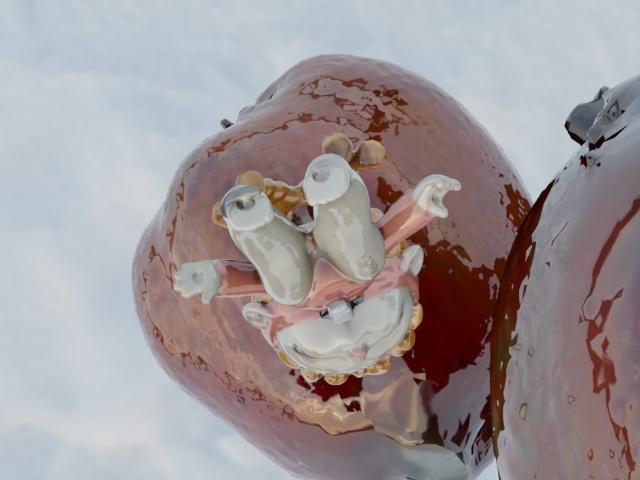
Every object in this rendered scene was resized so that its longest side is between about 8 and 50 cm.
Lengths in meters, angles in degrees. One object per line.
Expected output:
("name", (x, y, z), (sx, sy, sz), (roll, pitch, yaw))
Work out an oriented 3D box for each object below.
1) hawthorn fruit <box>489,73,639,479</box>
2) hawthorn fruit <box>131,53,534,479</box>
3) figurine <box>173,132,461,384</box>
("hawthorn fruit", (0.202, 0.052, 0.637), (0.316, 0.316, 0.316), (-7, 76, 29))
("hawthorn fruit", (0.025, 0.023, 0.869), (0.202, 0.185, 0.185), (42, 101, 21))
("figurine", (0.000, 0.000, 0.430), (0.064, 0.109, 0.047), (-18, 74, 2))
